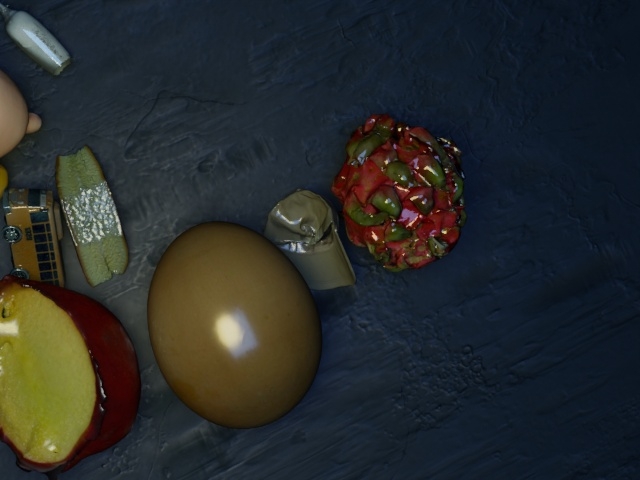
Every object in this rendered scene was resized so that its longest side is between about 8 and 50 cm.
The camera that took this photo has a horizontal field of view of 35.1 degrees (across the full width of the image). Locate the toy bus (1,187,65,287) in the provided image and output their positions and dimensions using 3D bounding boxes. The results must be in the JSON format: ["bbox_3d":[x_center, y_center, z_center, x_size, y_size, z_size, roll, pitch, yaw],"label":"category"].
[{"bbox_3d":[-0.513,-0.002,1.821,0.103,0.091,0.182,-7,118,-11],"label":"toy bus"}]

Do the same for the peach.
[{"bbox_3d":[-0.456,0.222,1.807,0.257,0.201,0.362,-25,86,18],"label":"peach"}]

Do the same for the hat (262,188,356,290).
[{"bbox_3d":[0.000,0.000,1.938,0.173,0.166,0.144,42,47,-42],"label":"hat"}]

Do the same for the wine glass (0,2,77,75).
[{"bbox_3d":[-0.563,-0.407,1.872,0.262,0.074,0.074,45,83,-7],"label":"wine glass"}]

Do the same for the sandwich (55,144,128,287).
[{"bbox_3d":[-0.424,-0.047,1.872,0.094,0.096,0.258,-19,94,-14],"label":"sandwich"}]

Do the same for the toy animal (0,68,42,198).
[{"bbox_3d":[-0.651,-0.241,1.737,0.277,0.345,0.247,43,94,26],"label":"toy animal"}]

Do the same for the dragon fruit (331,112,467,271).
[{"bbox_3d":[0.148,-0.090,1.888,0.231,0.237,0.303,-3,69,-18],"label":"dragon fruit"}]

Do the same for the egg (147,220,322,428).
[{"bbox_3d":[-0.155,0.148,1.798,0.301,0.301,0.374,-24,92,-8],"label":"egg"}]
